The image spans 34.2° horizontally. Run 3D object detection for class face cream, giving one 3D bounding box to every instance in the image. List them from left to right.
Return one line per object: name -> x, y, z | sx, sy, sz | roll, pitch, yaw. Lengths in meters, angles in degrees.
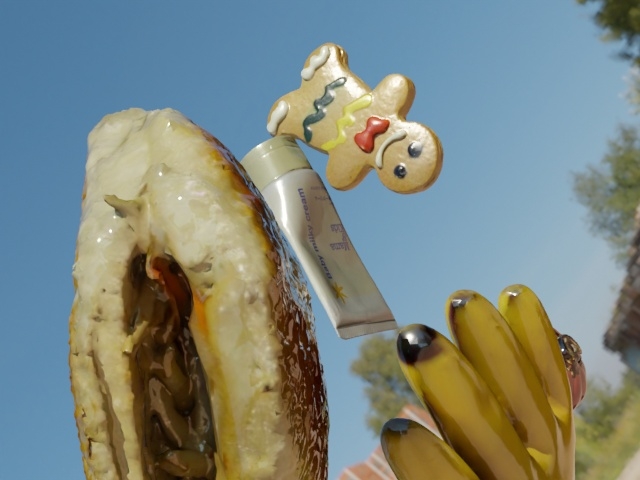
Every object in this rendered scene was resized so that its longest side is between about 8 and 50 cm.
face cream -> 0.000, 0.000, 1.070 | 0.070, 0.224, 0.114 | -42, -20, 28

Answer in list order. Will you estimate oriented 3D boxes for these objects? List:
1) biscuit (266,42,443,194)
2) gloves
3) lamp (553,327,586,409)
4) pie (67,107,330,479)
biscuit -> 0.045, -0.137, 1.240 | 0.158, 0.240, 0.035 | -59, -30, 7
gloves -> 0.094, 0.143, 0.582 | 0.133, 0.116, 0.294 | -60, -38, -39
lamp -> 0.224, 0.133, 1.067 | 0.092, 0.107, 0.107 | -44, -11, 30
pie -> -0.041, 0.049, 0.400 | 0.179, 0.084, 0.205 | -101, 1, -77
